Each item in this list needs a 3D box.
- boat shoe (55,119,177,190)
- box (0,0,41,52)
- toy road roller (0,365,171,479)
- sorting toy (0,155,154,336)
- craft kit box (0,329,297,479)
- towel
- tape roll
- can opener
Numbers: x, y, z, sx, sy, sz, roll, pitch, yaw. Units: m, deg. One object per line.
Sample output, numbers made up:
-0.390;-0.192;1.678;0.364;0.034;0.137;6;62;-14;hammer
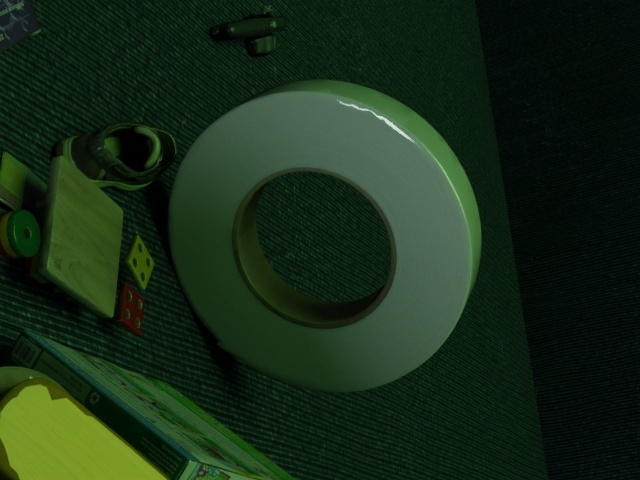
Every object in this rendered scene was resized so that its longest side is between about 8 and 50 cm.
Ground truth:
-0.221;-0.103;1.343;0.223;0.073;0.080;-17;92;-66;boat shoe
-0.377;-0.250;1.044;0.207;0.108;0.153;66;25;-20;box
-0.222;0.285;0.890;0.329;0.202;0.240;46;50;-13;toy road roller
-0.261;0.004;1.207;0.274;0.046;0.132;50;36;-57;sorting toy
-0.156;0.194;1.130;0.061;0.250;0.247;-60;145;0;craft kit box
-0.312;-0.051;1.190;0.083;0.009;0.060;45;37;-50;towel
0.000;0.000;1.388;0.392;0.392;0.072;69;23;-14;tape roll
-0.105;-0.325;1.753;0.186;0.059;0.073;-22;97;-67;can opener
